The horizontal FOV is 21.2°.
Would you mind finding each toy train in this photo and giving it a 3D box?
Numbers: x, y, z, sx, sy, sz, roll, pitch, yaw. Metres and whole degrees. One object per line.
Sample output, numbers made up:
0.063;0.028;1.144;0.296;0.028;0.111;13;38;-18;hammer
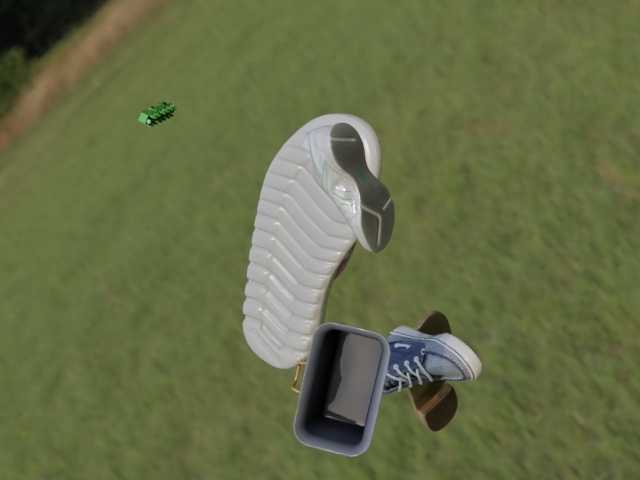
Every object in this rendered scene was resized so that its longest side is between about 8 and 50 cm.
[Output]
-0.202;-0.157;2.121;0.017;0.023;0.083;-66;-9;21;toy train

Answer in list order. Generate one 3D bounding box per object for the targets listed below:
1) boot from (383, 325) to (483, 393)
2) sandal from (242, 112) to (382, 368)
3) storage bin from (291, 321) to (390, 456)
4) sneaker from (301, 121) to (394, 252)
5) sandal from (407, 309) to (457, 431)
0.121;0.160;2.112;0.086;0.069;0.190;-39;19;-20;boot
-0.012;-0.009;2.441;0.102;0.169;0.416;-26;-35;-53;sandal
0.023;0.152;1.838;0.091;0.098;0.135;-19;-59;-80;storage bin
0.031;-0.057;1.809;0.053;0.152;0.061;-38;24;-34;sneaker
0.127;0.165;2.324;0.088;0.240;0.079;-39;52;-21;sandal
